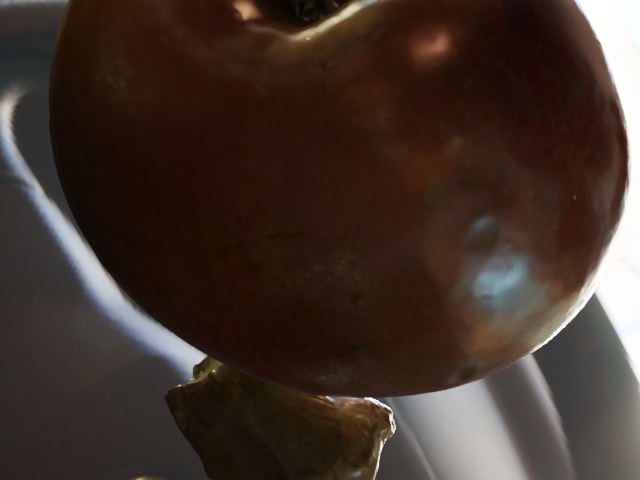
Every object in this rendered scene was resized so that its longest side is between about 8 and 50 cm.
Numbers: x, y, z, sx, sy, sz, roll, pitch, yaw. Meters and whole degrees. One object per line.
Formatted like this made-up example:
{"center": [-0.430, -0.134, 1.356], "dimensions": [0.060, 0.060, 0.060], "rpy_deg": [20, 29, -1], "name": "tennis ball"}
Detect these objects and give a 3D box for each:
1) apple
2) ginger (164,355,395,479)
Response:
{"center": [0.007, -0.052, 0.550], "dimensions": [0.253, 0.254, 0.253], "rpy_deg": [59, 9, -15], "name": "apple"}
{"center": [-0.040, 0.199, 1.444], "dimensions": [0.130, 0.276, 0.221], "rpy_deg": [179, -79, -75], "name": "ginger"}
